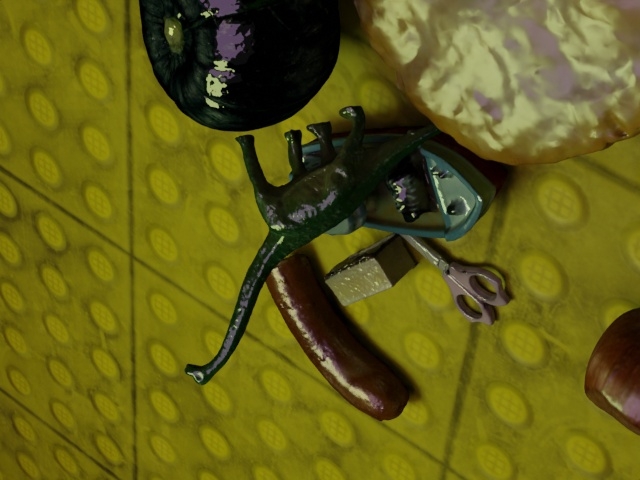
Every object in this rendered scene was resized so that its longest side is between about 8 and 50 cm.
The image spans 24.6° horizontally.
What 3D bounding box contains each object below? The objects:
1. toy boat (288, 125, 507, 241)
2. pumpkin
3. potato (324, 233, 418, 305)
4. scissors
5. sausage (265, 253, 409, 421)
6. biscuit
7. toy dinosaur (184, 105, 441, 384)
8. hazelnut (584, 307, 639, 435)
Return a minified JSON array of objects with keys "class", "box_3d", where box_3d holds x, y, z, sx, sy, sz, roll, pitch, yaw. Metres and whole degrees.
[{"class":"toy boat","box_3d":[0.092,-0.065,1.890,0.331,0.133,0.145,4,122,45]},{"class":"pumpkin","box_3d":[-0.090,-0.291,1.817,0.315,0.238,0.315,53,152,44]},{"class":"potato","box_3d":[0.068,0.042,2.045,0.122,0.086,0.061,-27,96,47]},{"class":"scissors","box_3d":[0.164,0.030,1.985,0.212,0.021,0.110,42,145,13]},{"class":"sausage","box_3d":[0.016,0.146,2.192,0.302,0.076,0.103,54,144,-2]},{"class":"biscuit","box_3d":[0.218,-0.282,1.598,0.429,0.104,0.446,53,140,-1]},{"class":"toy dinosaur","box_3d":[0.000,0.000,1.819,0.447,0.087,0.301,-12,84,24]},{"class":"hazelnut","box_3d":[0.394,0.157,1.757,0.150,0.150,0.150,27,137,29]}]
